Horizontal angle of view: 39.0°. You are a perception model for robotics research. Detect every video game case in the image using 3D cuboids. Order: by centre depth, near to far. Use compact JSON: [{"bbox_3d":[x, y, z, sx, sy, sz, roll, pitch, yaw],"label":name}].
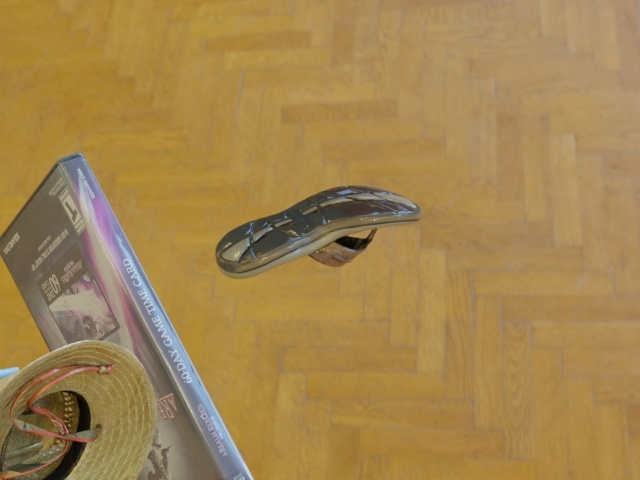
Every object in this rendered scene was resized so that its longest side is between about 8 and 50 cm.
[{"bbox_3d":[-0.165,0.089,0.718,0.026,0.196,0.274,-25,87,-37],"label":"video game case"}]

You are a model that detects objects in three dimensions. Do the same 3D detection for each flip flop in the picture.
[{"bbox_3d":[0.000,0.000,1.167,0.277,0.080,0.112,-22,31,-19],"label":"flip flop"}]

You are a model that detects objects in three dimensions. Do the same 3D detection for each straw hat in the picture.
[{"bbox_3d":[-0.165,0.110,0.522,0.061,0.144,0.144,25,69,33],"label":"straw hat"}]

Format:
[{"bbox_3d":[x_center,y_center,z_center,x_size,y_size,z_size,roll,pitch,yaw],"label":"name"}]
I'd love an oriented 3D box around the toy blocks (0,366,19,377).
[{"bbox_3d":[-0.415,0.205,1.033,0.148,0.123,0.054,-10,26,-44],"label":"toy blocks"}]
